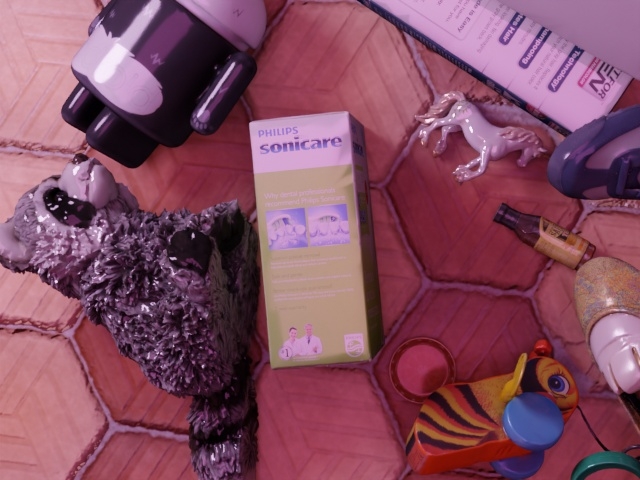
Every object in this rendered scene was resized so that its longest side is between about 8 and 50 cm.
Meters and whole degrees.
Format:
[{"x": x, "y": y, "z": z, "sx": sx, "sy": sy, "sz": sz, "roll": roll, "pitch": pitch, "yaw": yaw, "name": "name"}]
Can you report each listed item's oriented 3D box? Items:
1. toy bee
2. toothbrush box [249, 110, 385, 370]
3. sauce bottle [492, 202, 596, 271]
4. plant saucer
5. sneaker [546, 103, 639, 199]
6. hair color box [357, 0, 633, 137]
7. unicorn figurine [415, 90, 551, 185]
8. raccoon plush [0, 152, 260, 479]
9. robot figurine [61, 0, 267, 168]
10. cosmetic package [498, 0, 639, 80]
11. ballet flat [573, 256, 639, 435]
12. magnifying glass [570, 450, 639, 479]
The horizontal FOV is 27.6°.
[{"x": 0.239, "y": 0.202, "z": 1.560, "sx": 0.298, "sy": 0.195, "sz": 0.162, "roll": 15, "pitch": 48, "yaw": -28, "name": "toy bee"}, {"x": 0.000, "y": 0.000, "z": 1.547, "sx": 0.122, "sy": 0.206, "sz": 0.283, "roll": -7, "pitch": 89, "yaw": 7, "name": "toothbrush box"}, {"x": 0.273, "y": -0.006, "z": 1.597, "sx": 0.128, "sy": 0.042, "sz": 0.042, "roll": 28, "pitch": 94, "yaw": 4, "name": "sauce bottle"}, {"x": 0.128, "y": 0.162, "z": 1.630, "sx": 0.083, "sy": 0.013, "sz": 0.083, "roll": 0, "pitch": 91, "yaw": 7, "name": "plant saucer"}, {"x": 0.424, "y": -0.088, "z": 1.490, "sx": 0.319, "sy": 0.131, "sz": 0.112, "roll": -12, "pitch": 133, "yaw": -8, "name": "sneaker"}, {"x": 0.221, "y": -0.278, "z": 1.569, "sx": 0.347, "sy": 0.105, "sz": 0.174, "roll": 34, "pitch": 94, "yaw": 5, "name": "hair color box"}, {"x": 0.197, "y": -0.120, "z": 1.596, "sx": 0.111, "sy": 0.060, "sz": 0.162, "roll": -42, "pitch": 86, "yaw": 6, "name": "unicorn figurine"}, {"x": -0.245, "y": 0.118, "z": 1.587, "sx": 0.299, "sy": 0.216, "sz": 0.446, "roll": 0, "pitch": 91, "yaw": 14, "name": "raccoon plush"}, {"x": -0.187, "y": -0.224, "z": 1.586, "sx": 0.209, "sy": 0.173, "sz": 0.278, "roll": 38, "pitch": 95, "yaw": -6, "name": "robot figurine"}, {"x": 0.350, "y": -0.454, "z": 1.385, "sx": 0.327, "sy": 0.329, "sz": 0.393, "roll": 32, "pitch": 71, "yaw": 4, "name": "cosmetic package"}, {"x": 0.382, "y": 0.175, "z": 1.452, "sx": 0.123, "sy": 0.123, "sz": 0.348, "roll": -31, "pitch": 81, "yaw": 6, "name": "ballet flat"}, {"x": 0.368, "y": 0.332, "z": 1.541, "sx": 0.092, "sy": 0.026, "sz": 0.231, "roll": -23, "pitch": 119, "yaw": 19, "name": "magnifying glass"}]
